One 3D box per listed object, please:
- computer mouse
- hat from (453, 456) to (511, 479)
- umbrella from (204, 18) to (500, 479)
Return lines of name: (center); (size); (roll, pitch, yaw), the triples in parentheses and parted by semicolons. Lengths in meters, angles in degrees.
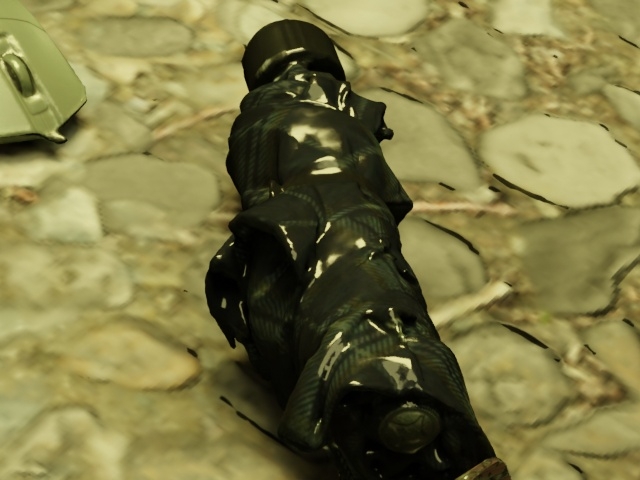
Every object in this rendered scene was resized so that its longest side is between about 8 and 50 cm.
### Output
computer mouse: (-0.129, -0.074, 0.739); (0.056, 0.032, 0.110); (-28, 56, -36)
hat: (0.022, 0.095, 0.586); (0.042, 0.058, 0.087); (16, 35, 37)
umbrella: (-0.003, 0.000, 0.673); (0.071, 0.080, 0.224); (-25, 40, 10)
